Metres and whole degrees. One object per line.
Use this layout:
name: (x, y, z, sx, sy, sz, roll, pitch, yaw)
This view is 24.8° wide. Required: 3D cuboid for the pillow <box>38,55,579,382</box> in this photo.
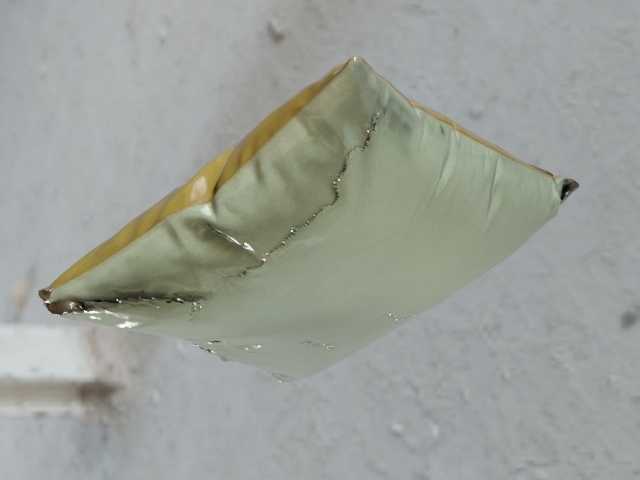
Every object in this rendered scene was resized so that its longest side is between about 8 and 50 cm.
pillow: (0.000, 0.000, 1.091, 0.312, 0.310, 0.119, -34, 55, 24)
